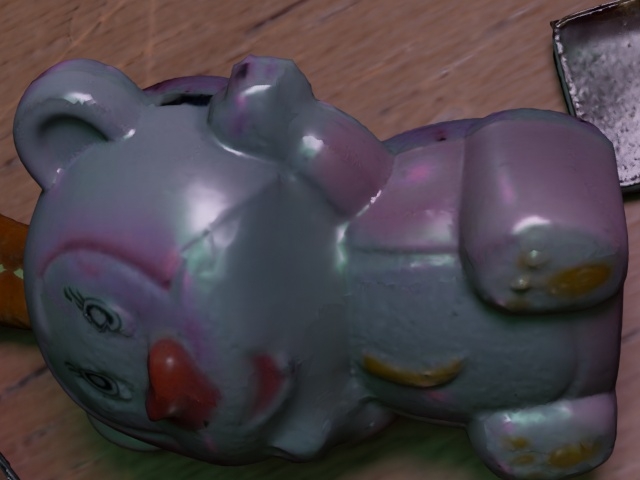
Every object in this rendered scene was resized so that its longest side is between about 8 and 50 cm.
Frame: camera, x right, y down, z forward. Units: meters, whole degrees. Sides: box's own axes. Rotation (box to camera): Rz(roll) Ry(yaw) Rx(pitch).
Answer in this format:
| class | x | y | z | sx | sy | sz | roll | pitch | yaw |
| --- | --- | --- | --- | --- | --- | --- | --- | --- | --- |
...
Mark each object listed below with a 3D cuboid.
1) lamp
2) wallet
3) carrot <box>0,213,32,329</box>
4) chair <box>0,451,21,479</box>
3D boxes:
| class | x | y | z | sx | sy | sz | roll | pitch | yaw |
| --- | --- | --- | --- | --- | --- | --- | --- | --- | --- |
| lamp | 0.000 | 0.000 | 0.653 | 0.301 | 0.247 | 0.247 | -1 | 40 | 8 |
| wallet | 0.255 | -0.104 | 0.699 | 0.232 | 0.031 | 0.121 | -15 | 73 | 12 |
| carrot | -0.249 | 0.002 | 0.771 | 0.193 | 0.087 | 0.087 | 23 | 79 | 19 |
| chair | -0.253 | 0.132 | 0.664 | 0.145 | 0.140 | 0.221 | -29 | 83 | 2 |
